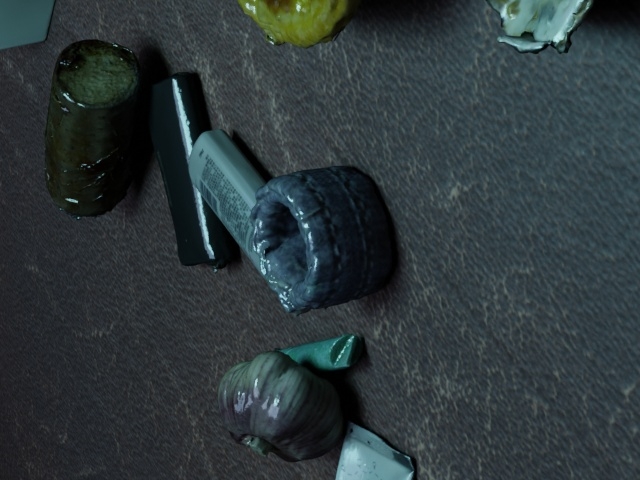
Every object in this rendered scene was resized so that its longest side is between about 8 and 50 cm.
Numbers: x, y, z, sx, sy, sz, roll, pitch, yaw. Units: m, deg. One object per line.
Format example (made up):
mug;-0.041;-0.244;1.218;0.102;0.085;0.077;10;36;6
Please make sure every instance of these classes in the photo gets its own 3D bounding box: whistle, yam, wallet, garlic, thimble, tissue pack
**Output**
whistle;-0.007;0.131;1.769;0.186;0.039;0.039;-19;85;63
yam;-0.300;-0.147;2.064;0.131;0.131;0.280;64;159;23
wallet;-0.168;-0.080;1.971;0.149;0.044;0.250;-4;99;66
garlic;-0.046;0.192;1.761;0.159;0.147;0.102;104;-175;-66
thimble;-0.001;-0.002;1.630;0.150;0.097;0.150;34;131;52
tissue pack;-0.498;-0.417;2.332;0.246;0.136;0.159;62;149;24

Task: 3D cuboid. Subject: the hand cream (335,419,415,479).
hand cream;0.035;0.373;1.720;0.121;0.076;0.336;18;99;50

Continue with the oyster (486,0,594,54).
oyster;0.175;-0.251;1.196;0.214;0.083;0.223;-53;50;53

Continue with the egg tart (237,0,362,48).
egg tart;-0.007;-0.341;1.447;0.341;0.129;0.341;40;137;50

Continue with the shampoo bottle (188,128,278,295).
shampoo bottle;-0.078;-0.032;1.806;0.227;0.056;0.086;51;144;40
